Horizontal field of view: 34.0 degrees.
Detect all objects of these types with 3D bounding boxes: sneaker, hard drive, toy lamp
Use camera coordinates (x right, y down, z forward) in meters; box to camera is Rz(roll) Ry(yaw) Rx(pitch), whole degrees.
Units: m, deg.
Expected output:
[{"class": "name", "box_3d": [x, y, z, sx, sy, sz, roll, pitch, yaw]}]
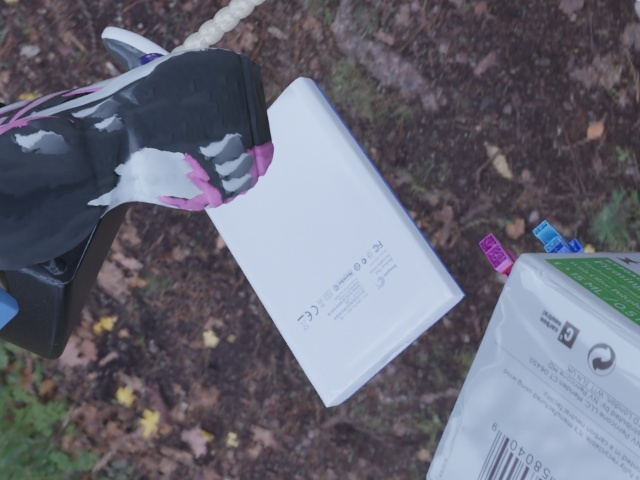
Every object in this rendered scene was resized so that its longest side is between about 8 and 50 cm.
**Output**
[{"class": "sneaker", "box_3d": [-0.220, -0.169, 1.469, 0.296, 0.104, 0.147, 39, 85, 1]}, {"class": "sneaker", "box_3d": [-0.099, -0.044, 0.453, 0.077, 0.178, 0.071, 11, 111, 40]}, {"class": "hard drive", "box_3d": [0.000, 0.000, 1.207, 0.210, 0.040, 0.318, -45, 65, 27]}, {"class": "toy lamp", "box_3d": [-0.106, -0.293, 1.327, 0.275, 0.080, 0.080, -40, 107, 6]}]

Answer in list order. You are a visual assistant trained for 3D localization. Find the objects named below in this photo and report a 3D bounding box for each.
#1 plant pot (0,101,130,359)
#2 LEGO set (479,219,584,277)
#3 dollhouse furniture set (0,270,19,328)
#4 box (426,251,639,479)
[{"class": "plant pot", "box_3d": [-0.276, -0.020, 0.953, 0.188, 0.188, 0.167, 26, 158, -14]}, {"class": "LEGO set", "box_3d": [0.275, 0.065, 1.138, 0.087, 0.227, 0.093, -43, 131, 17]}, {"class": "dollhouse furniture set", "box_3d": [-0.342, -0.020, 0.558, 0.303, 0.286, 0.198, -39, 137, 11]}, {"class": "box", "box_3d": [0.112, 0.069, 0.367, 0.101, 0.087, 0.101, 40, 119, 43]}]
